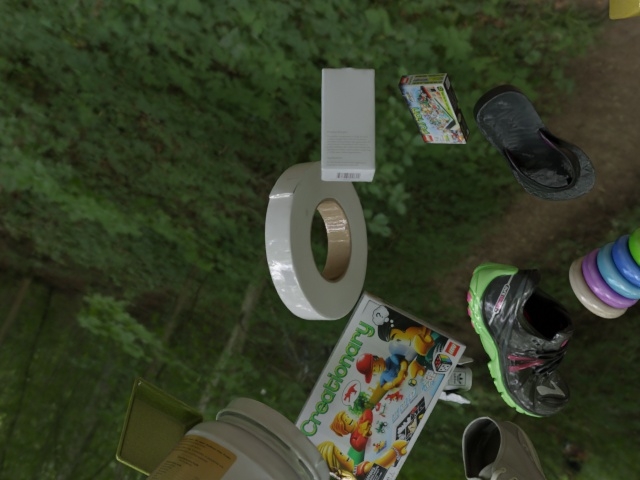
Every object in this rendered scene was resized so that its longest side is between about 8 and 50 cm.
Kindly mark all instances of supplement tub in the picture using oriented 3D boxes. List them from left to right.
[{"bbox_3d":[-0.152,0.397,0.910,0.228,0.316,0.228,26,140,24],"label":"supplement tub"}]

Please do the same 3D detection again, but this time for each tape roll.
[{"bbox_3d":[0.000,0.000,1.607,0.072,0.392,0.392,-4,166,31],"label":"tape roll"}]

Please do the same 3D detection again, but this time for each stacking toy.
[{"bbox_3d":[0.630,0.015,1.243,0.141,0.330,0.141,15,-128,-19],"label":"stacking toy"}]

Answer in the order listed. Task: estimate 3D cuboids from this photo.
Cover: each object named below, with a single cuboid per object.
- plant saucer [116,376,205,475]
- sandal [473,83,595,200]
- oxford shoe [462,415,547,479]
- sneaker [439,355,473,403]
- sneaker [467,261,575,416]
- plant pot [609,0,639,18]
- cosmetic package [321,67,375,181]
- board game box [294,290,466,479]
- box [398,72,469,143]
[{"bbox_3d":[-0.327,0.399,1.329,0.188,0.045,0.188,40,-151,-29],"label":"plant saucer"},{"bbox_3d":[0.534,-0.203,1.628,0.446,0.167,0.107,31,-148,-33],"label":"sandal"},{"bbox_3d":[0.371,0.496,1.234,0.130,0.169,0.449,29,-161,-19],"label":"oxford shoe"},{"bbox_3d":[0.285,0.340,1.700,0.210,0.137,0.366,4,167,12],"label":"sneaker"},{"bbox_3d":[0.509,0.254,1.569,0.202,0.185,0.482,-7,128,37],"label":"sneaker"},{"bbox_3d":[0.467,-0.361,0.942,0.081,0.081,0.083,-7,-159,8],"label":"plant pot"},{"bbox_3d":[0.058,-0.248,1.424,0.117,0.231,0.085,2,168,-1],"label":"cosmetic package"},{"bbox_3d":[0.091,0.265,1.132,0.193,0.305,0.053,27,-177,0],"label":"board game box"},{"bbox_3d":[0.273,-0.310,1.572,0.114,0.036,0.207,6,151,33],"label":"box"}]
